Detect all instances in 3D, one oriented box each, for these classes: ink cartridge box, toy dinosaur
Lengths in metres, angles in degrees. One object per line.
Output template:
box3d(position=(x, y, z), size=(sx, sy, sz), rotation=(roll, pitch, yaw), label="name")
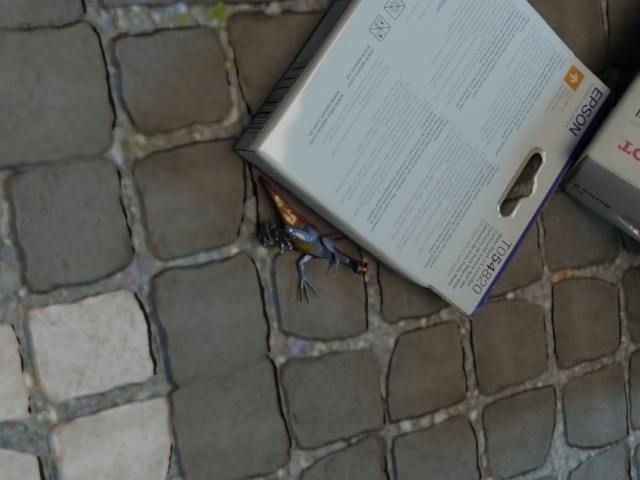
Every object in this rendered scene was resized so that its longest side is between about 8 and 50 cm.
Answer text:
box3d(position=(0.318, -0.094, 0.659), size=(0.154, 0.093, 0.212), rotation=(35, 82, 10), label="ink cartridge box")
box3d(position=(0.085, -0.090, 0.611), size=(0.224, 0.045, 0.223), rotation=(38, 81, -25), label="ink cartridge box")
box3d(position=(0.000, 0.000, 0.589), size=(0.082, 0.047, 0.090), rotation=(3, 85, -43), label="toy dinosaur")
